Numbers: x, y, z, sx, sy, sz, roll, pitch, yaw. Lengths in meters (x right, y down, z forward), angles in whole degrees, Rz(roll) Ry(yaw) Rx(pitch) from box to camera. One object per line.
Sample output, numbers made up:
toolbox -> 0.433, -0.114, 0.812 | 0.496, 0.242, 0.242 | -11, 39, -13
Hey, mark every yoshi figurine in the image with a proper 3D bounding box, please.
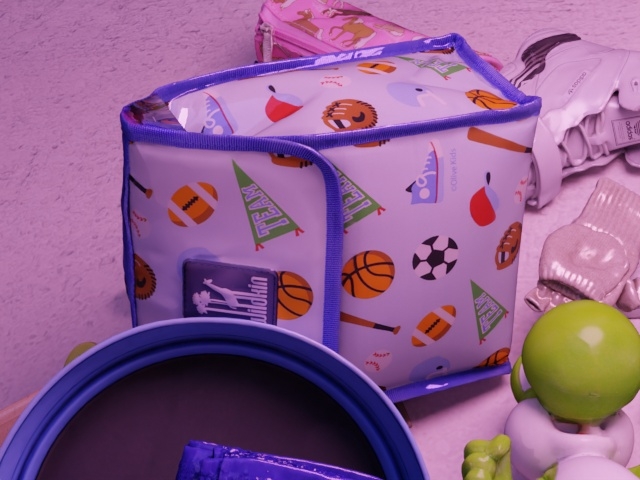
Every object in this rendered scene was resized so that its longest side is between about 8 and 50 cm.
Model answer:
yoshi figurine -> 0.234, 0.185, 0.994 | 0.203, 0.203, 0.362 | -43, 27, 22

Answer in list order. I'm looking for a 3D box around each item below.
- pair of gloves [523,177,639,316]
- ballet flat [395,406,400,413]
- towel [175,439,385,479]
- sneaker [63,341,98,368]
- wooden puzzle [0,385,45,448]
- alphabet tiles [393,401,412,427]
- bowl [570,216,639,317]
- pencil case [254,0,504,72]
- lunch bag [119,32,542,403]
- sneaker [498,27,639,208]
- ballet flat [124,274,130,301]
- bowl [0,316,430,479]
pair of gloves -> 0.339, 0.052, 1.183 | 0.240, 0.042, 0.204 | 36, 59, 13
ballet flat -> -0.020, 0.181, 1.220 | 0.221, 0.077, 0.079 | 8, 30, 20
towel -> -0.031, 0.328, 0.921 | 0.227, 0.076, 0.308 | 12, 83, -2
sneaker -> -0.272, 0.182, 1.299 | 0.081, 0.094, 0.208 | -13, 41, 9
wooden puzzle -> -0.238, 0.310, 1.075 | 0.348, 0.080, 0.322 | -29, 81, -7
alphabet tiles -> -0.049, 0.145, 1.320 | 0.342, 0.011, 0.285 | -21, 42, -2
bowl -> 0.336, 0.017, 1.287 | 0.142, 0.053, 0.142 | -4, 45, 17
pencil case -> 0.074, -0.227, 1.558 | 0.167, 0.160, 0.386 | -39, 47, -22
lunch bag -> 0.000, 0.000, 1.142 | 0.385, 0.328, 0.239 | -9, 30, -19
sneaker -> 0.294, -0.121, 1.381 | 0.210, 0.137, 0.366 | 12, 49, 31
ballet flat -> -0.153, 0.042, 1.416 | 0.188, 0.070, 0.070 | -11, 43, 13
bowl -> -0.094, 0.261, 1.001 | 0.391, 0.077, 0.391 | 1, 83, -5
